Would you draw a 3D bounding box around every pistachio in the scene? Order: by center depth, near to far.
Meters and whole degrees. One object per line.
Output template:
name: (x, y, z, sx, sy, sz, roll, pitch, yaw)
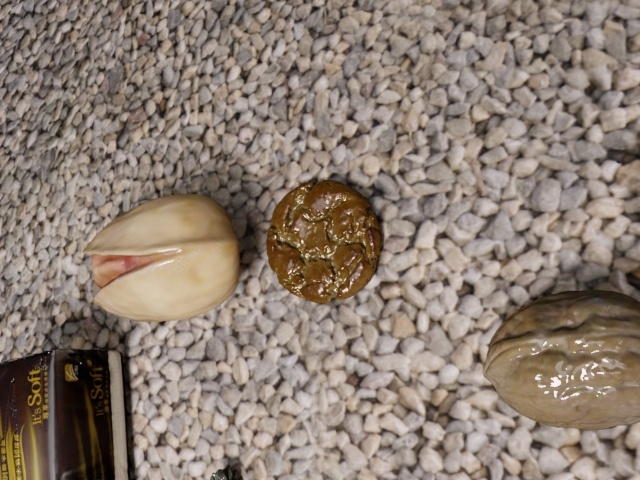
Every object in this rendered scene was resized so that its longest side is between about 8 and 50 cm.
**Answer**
pistachio: (-0.269, 0.034, 0.984, 0.308, 0.230, 0.230, -12, 75, 22)

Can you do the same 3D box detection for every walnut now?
walnut: (0.323, 0.153, 0.727, 0.230, 0.178, 0.178, -17, 73, 25)

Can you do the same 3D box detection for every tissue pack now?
tissue pack: (-0.472, 0.384, 1.025, 0.210, 0.198, 0.370, -17, 73, 25)

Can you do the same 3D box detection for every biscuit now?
biscuit: (0.000, 0.000, 0.970, 0.225, 0.042, 0.226, -4, 79, 23)

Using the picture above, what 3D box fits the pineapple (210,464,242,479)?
pineapple: (-0.137, 0.455, 0.931, 0.074, 0.074, 0.159, -37, 63, 14)
